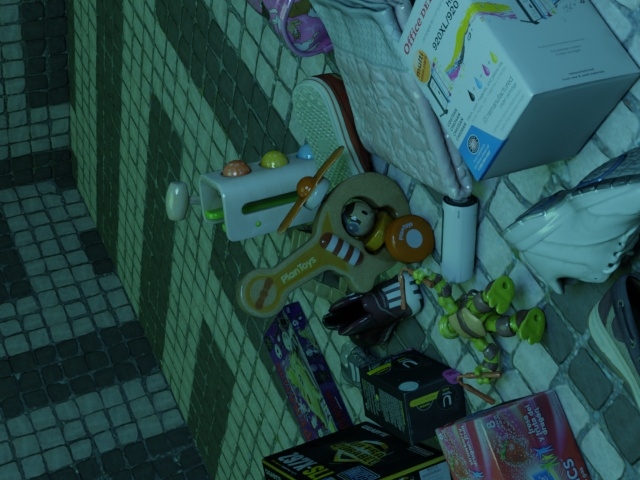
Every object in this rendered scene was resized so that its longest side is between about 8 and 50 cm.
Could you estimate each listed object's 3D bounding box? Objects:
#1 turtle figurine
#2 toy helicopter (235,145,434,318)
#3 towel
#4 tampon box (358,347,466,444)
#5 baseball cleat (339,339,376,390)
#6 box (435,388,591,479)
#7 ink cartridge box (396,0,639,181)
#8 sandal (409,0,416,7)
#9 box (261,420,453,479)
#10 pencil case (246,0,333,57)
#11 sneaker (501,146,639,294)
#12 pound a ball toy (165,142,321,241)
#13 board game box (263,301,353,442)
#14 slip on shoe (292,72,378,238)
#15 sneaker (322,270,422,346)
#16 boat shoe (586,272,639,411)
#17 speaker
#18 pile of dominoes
[{"bbox_3d":[0.249,0.131,1.421,0.269,0.087,0.217,58,151,-4],"label":"turtle figurine"},{"bbox_3d":[0.000,0.000,1.539,0.235,0.355,0.140,59,156,-8],"label":"toy helicopter"},{"bbox_3d":[0.100,-0.237,1.424,0.317,0.053,0.332,66,169,-26],"label":"towel"},{"bbox_3d":[0.162,0.274,1.638,0.161,0.120,0.101,19,121,60],"label":"tampon box"},{"bbox_3d":[0.087,0.250,1.839,0.206,0.072,0.109,-13,86,61],"label":"baseball cleat"},{"bbox_3d":[0.311,0.393,1.373,0.154,0.142,0.300,-40,68,64],"label":"box"},{"bbox_3d":[0.235,-0.227,1.147,0.232,0.168,0.171,63,153,24],"label":"ink cartridge box"},{"bbox_3d":[0.119,-0.384,1.346,0.167,0.107,0.445,18,123,61],"label":"sandal"},{"bbox_3d":[0.064,0.450,1.779,0.322,0.257,0.079,3,107,64],"label":"box"},{"bbox_3d":[-0.084,-0.474,1.678,0.386,0.167,0.160,48,115,44],"label":"pencil case"},{"bbox_3d":[0.350,-0.021,1.138,0.129,0.111,0.297,55,157,4],"label":"sneaker"},{"bbox_3d":[-0.123,-0.112,1.771,0.208,0.319,0.135,32,132,56],"label":"pound a ball toy"},{"bbox_3d":[-0.030,0.339,2.158,0.346,0.056,0.208,65,157,20],"label":"board game box"},{"bbox_3d":[0.047,-0.152,1.673,0.123,0.101,0.331,4,122,42],"label":"slip on shoe"},{"bbox_3d":[0.063,0.142,1.715,0.106,0.163,0.281,66,153,17],"label":"sneaker"},{"bbox_3d":[0.419,0.156,1.070,0.092,0.103,0.285,95,154,-46],"label":"boat shoe"},{"bbox_3d":[0.217,-0.003,1.445,0.055,0.055,0.136,39,138,51],"label":"speaker"},{"bbox_3d":[0.015,0.015,1.883,0.251,0.040,0.196,20,102,58],"label":"pile of dominoes"}]
